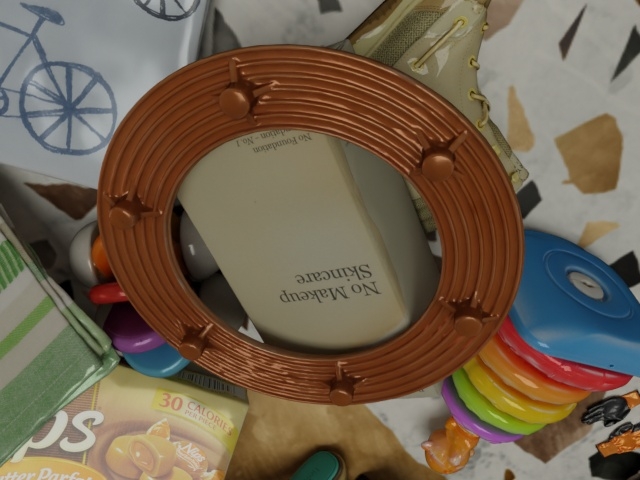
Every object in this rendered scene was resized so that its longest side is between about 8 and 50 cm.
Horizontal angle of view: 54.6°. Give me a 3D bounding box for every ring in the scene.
[{"bbox_3d":[-0.016,0.018,0.482,0.337,0.032,0.336,6,125,9],"label":"ring"}]

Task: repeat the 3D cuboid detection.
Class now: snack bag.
[{"bbox_3d":[-0.257,-0.229,0.550,0.323,0.037,0.342,15,103,-3],"label":"snack bag"}]

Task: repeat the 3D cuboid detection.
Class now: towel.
[{"bbox_3d":[-0.374,0.067,0.601,0.248,0.038,0.325,-42,80,5],"label":"towel"}]

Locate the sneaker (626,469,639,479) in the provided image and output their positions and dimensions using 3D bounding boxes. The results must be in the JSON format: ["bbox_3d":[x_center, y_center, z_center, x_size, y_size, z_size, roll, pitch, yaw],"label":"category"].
[{"bbox_3d":[0.422,0.286,0.720,0.121,0.099,0.262,7,112,4],"label":"sneaker"}]

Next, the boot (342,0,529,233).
[{"bbox_3d":[0.133,-0.140,0.548,0.262,0.095,0.203,-37,105,23],"label":"boot"}]

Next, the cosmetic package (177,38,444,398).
[{"bbox_3d":[0.000,0.000,0.564,0.160,0.113,0.309,-11,120,28],"label":"cosmetic package"}]

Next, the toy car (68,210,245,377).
[{"bbox_3d":[-0.169,0.057,0.624,0.159,0.136,0.182,-9,112,6],"label":"toy car"}]

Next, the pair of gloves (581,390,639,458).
[{"bbox_3d":[0.356,0.221,0.738,0.074,0.010,0.083,-28,108,13],"label":"pair of gloves"}]

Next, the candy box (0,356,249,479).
[{"bbox_3d":[-0.255,0.209,0.673,0.316,0.087,0.183,19,86,-8],"label":"candy box"}]

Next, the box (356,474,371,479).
[{"bbox_3d":[0.055,0.451,0.734,0.184,0.103,0.261,43,74,-17],"label":"box"}]

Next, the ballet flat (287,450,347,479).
[{"bbox_3d":[-0.053,0.345,0.723,0.232,0.080,0.073,-33,128,-24],"label":"ballet flat"}]

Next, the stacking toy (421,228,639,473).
[{"bbox_3d":[0.194,0.152,0.656,0.175,0.166,0.302,15,125,-16],"label":"stacking toy"}]
